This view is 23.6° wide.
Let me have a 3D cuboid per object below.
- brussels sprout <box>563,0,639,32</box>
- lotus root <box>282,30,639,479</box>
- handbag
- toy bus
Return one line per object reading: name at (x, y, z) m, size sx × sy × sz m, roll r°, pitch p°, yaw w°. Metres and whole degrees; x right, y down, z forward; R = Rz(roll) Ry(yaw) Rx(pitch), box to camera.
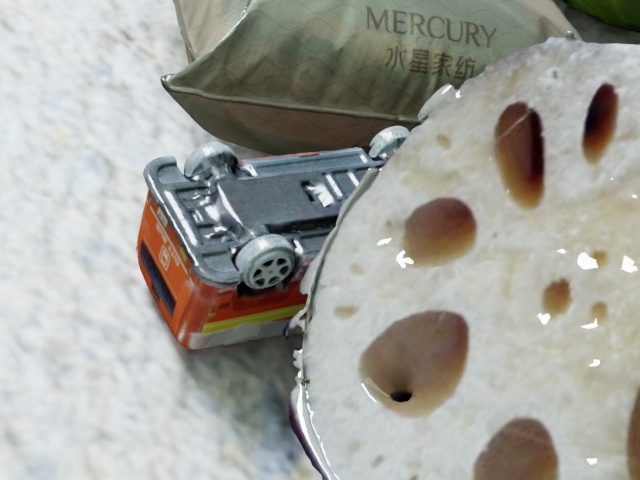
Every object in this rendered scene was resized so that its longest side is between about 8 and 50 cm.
brussels sprout at (0.216, -0.207, 0.992) m, size 0.161 × 0.144 × 0.181 m, roll 13°, pitch 43°, yaw 41°
lotus root at (0.143, 0.057, 0.631) m, size 0.192 × 0.272 × 0.272 m, roll 32°, pitch 31°, yaw -43°
handbag at (0.031, -0.112, 0.831) m, size 0.270 × 0.117 × 0.182 m, roll 6°, pitch 37°, yaw -22°
toy bus at (0.000, 0.000, 0.727) m, size 0.174 × 0.077 × 0.079 m, roll -8°, pitch 48°, yaw -31°
